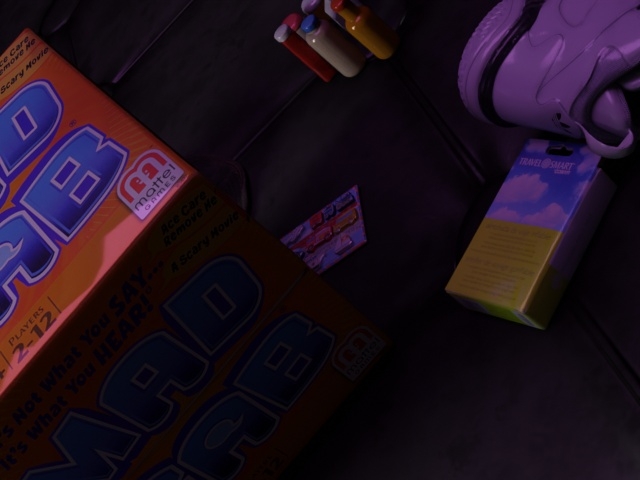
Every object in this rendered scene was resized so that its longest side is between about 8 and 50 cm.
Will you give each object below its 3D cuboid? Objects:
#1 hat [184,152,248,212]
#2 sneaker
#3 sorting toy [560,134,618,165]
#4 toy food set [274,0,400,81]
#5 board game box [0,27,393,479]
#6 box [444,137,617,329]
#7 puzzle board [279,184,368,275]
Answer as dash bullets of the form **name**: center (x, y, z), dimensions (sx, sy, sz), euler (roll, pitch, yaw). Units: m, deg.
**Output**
- **hat**: center (-0.262, -0.032, 1.553), dimensions (0.331, 0.134, 0.331), euler (-22, 42, 21)
- **sneaker**: center (0.314, -0.230, 1.097), dimensions (0.366, 0.137, 0.210), euler (-49, 44, -6)
- **sorting toy**: center (0.270, -0.110, 1.141), dimensions (0.062, 0.012, 0.083), euler (-55, 36, 3)
- **toy food set**: center (0.000, -0.290, 1.537), dimensions (0.111, 0.104, 0.232), euler (-49, 34, 7)
- **board game box**: center (-0.224, 0.077, 1.175), dimensions (0.356, 0.356, 0.356), euler (-50, 47, -1)
- **box**: center (0.204, -0.010, 1.103), dimensions (0.109, 0.042, 0.178), euler (14, 71, 53)
- **puzzle board**: center (0.000, 0.000, 1.365), dimensions (0.128, 0.011, 0.096), euler (-36, 38, 25)
